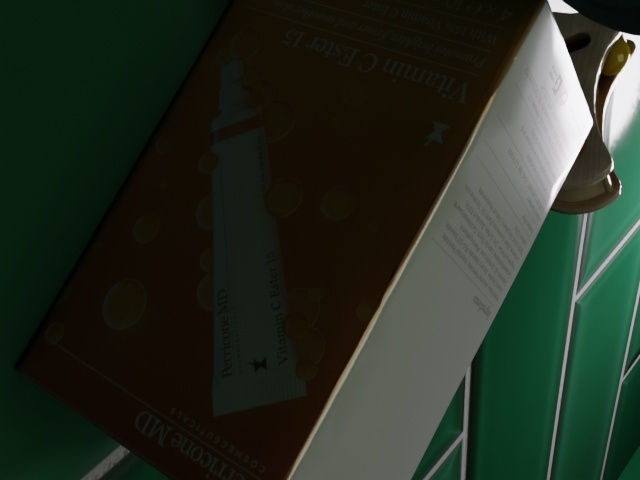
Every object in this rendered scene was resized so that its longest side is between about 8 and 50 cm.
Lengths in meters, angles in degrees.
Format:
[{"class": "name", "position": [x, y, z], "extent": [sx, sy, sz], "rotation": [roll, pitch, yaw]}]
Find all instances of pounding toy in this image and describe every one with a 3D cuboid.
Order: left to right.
[{"class": "pounding toy", "position": [0.243, -0.130, 0.954], "extent": [0.269, 0.154, 0.155], "rotation": [-61, 149, -8]}]

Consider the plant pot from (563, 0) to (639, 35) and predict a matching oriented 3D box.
[{"class": "plant pot", "position": [0.065, -0.288, 0.372], "extent": [0.334, 0.341, 0.341], "rotation": [8, 106, -27]}]

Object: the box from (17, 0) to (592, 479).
[{"class": "box", "position": [0.000, 0.000, 0.622], "extent": [0.345, 0.215, 0.168], "rotation": [-62, 148, -7]}]
